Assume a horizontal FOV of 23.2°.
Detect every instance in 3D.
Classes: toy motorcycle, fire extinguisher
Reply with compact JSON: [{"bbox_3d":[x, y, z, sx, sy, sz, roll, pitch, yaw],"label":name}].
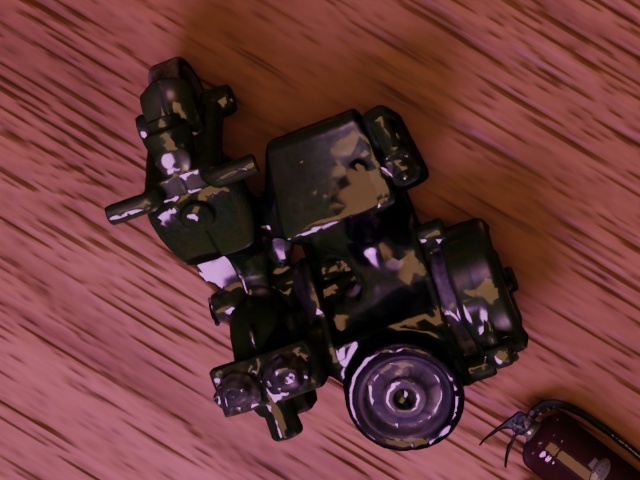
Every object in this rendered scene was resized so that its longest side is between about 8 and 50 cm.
[{"bbox_3d":[0.000,0.000,0.960,0.205,0.127,0.275,-20,97,10],"label":"toy motorcycle"},{"bbox_3d":[0.182,0.155,0.999,0.158,0.043,0.064,38,76,0],"label":"fire extinguisher"}]
